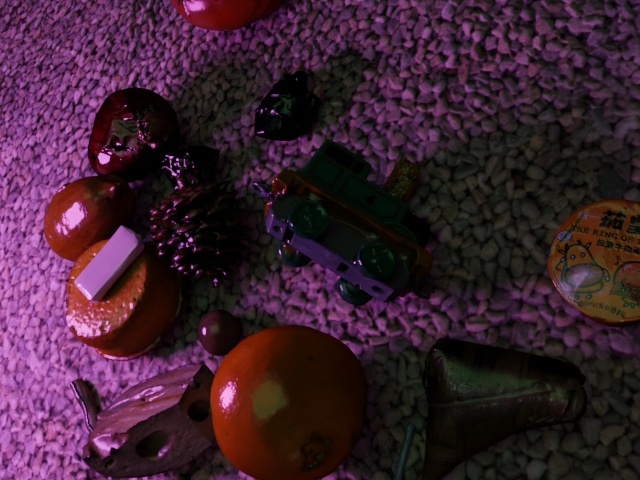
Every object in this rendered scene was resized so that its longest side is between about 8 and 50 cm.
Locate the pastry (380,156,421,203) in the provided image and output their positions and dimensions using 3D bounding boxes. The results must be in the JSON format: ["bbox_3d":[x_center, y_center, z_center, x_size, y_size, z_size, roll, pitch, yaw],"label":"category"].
[{"bbox_3d":[0.172,-0.114,1.411,0.080,0.056,0.140,40,97,38],"label":"pastry"}]

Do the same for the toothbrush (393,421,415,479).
[{"bbox_3d":[0.148,0.463,1.226,0.016,0.019,0.220,10,76,33],"label":"toothbrush"}]

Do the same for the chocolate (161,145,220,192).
[{"bbox_3d":[-0.323,-0.155,1.620,0.156,0.156,0.133,-13,85,20],"label":"chocolate"}]

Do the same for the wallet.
[{"bbox_3d":[-0.491,0.053,1.479,0.095,0.033,0.190,37,83,32],"label":"wallet"}]

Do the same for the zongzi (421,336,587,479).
[{"bbox_3d":[0.317,0.339,1.143,0.286,0.134,0.288,8,88,22],"label":"zongzi"}]

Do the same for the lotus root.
[{"bbox_3d":[-0.361,0.413,1.423,0.314,0.142,0.210,-23,26,20],"label":"lotus root"}]

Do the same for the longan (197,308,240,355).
[{"bbox_3d":[-0.235,0.214,1.456,0.119,0.106,0.106,-45,49,51],"label":"longan"}]

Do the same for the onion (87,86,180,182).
[{"bbox_3d":[-0.505,-0.274,1.689,0.281,0.221,0.281,-24,45,27],"label":"onion"}]

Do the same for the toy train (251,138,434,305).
[{"bbox_3d":[0.064,-0.035,1.300,0.429,0.178,0.249,31,62,2],"label":"toy train"}]

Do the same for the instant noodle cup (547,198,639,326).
[{"bbox_3d":[0.521,0.056,1.116,0.215,0.172,0.216,-9,67,21],"label":"instant noodle cup"}]

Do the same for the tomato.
[{"bbox_3d":[-0.246,-0.719,1.711,0.341,0.273,0.341,-2,84,22],"label":"tomato"}]

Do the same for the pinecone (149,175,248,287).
[{"bbox_3d":[-0.289,-0.024,1.492,0.243,0.243,0.257,11,97,28],"label":"pinecone"}]

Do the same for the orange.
[{"bbox_3d":[-0.060,0.312,1.219,0.312,0.312,0.312,-9,68,22],"label":"orange"}]

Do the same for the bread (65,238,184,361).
[{"bbox_3d":[-0.478,0.136,1.547,0.312,0.172,0.312,-8,66,20],"label":"bread"}]

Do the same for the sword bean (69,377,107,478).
[{"bbox_3d":[-0.554,0.452,1.543,0.043,0.038,0.269,-34,62,3],"label":"sword bean"}]

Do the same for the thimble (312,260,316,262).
[{"bbox_3d":[0.000,0.000,1.417,0.115,0.102,0.090,14,76,-10],"label":"thimble"}]

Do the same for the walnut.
[{"bbox_3d":[-0.584,-0.067,1.631,0.336,0.209,0.209,-31,58,42],"label":"walnut"}]

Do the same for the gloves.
[{"bbox_3d":[-0.078,-0.352,1.586,0.164,0.124,0.203,6,81,7],"label":"gloves"}]
